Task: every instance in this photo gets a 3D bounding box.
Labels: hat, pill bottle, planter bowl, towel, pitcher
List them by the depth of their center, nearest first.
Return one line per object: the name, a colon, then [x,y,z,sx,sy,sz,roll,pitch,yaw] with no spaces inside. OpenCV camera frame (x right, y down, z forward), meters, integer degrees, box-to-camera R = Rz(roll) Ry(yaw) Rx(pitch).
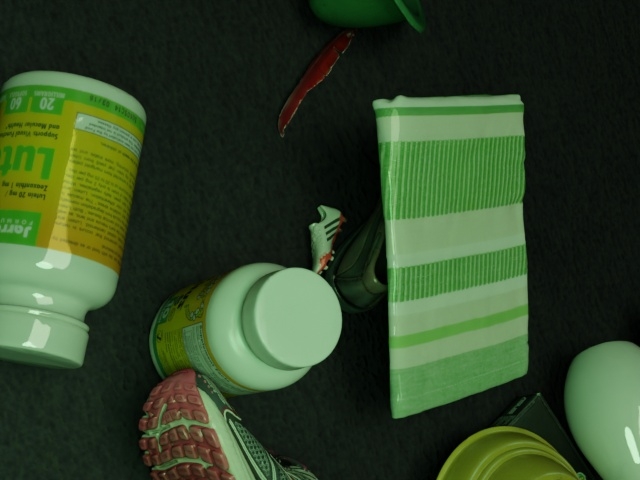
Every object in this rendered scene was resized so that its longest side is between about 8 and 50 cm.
pill bottle: [-0.242,-0.015,1.071,0.136,0.136,0.246,16,72,-27]
pill bottle: [-0.070,0.084,1.108,0.117,0.208,0.118,7,77,-29]
planter bowl: [0.226,0.303,1.252,0.217,0.090,0.217,6,77,-28]
towel: [0.146,0.006,1.281,0.247,0.038,0.325,-8,98,-47]
hat: [0.000,-0.262,1.331,0.173,0.183,0.208,56,17,-16]
pitcher: [0.355,0.237,1.373,0.125,0.178,0.207,-11,58,0]

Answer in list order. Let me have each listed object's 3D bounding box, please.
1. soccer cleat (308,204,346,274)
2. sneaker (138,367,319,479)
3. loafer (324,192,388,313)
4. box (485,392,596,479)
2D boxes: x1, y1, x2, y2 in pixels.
soccer cleat: [0.000,0.000,1.274,0.035,0.029,0.083,28,64,-13]
sneaker: [-0.066,0.234,1.131,0.112,0.120,0.299,-52,126,-36]
loafer: [0.105,-0.031,1.306,0.096,0.084,0.267,41,63,-15]
box: [0.227,0.300,1.332,0.190,0.045,0.184,-37,102,-31]
